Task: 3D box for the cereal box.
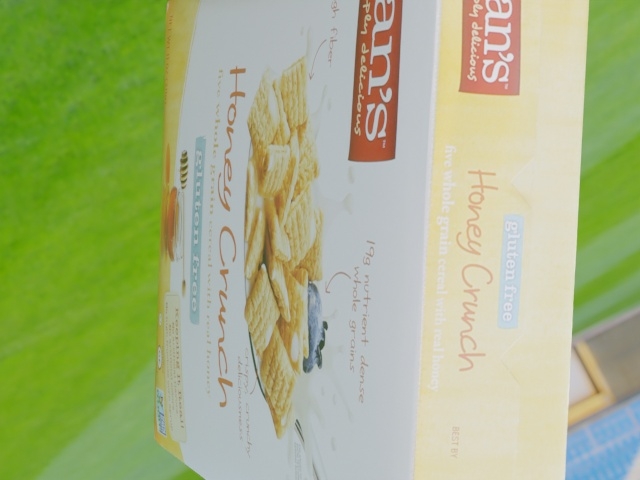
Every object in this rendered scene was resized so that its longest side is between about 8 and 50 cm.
[{"bbox_3d":[0.000,0.000,0.444,0.047,0.173,0.240,1,-178,-20],"label":"cereal box"}]
